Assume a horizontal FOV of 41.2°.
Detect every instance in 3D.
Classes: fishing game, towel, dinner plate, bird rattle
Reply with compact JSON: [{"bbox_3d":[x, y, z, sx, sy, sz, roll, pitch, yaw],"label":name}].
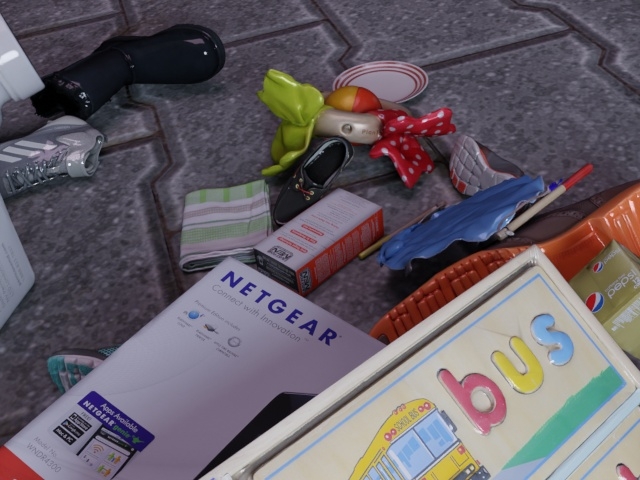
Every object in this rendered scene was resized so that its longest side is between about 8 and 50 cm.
[{"bbox_3d":[0.145,-0.011,0.871,0.189,0.041,0.264,-33,9,-29],"label":"fishing game"},{"bbox_3d":[-0.114,-0.023,1.030,0.113,0.023,0.152,-8,38,-1],"label":"towel"},{"bbox_3d":[0.088,-0.227,1.256,0.141,0.017,0.141,-5,39,4],"label":"dinner plate"},{"bbox_3d":[0.047,-0.162,1.101,0.253,0.143,0.207,1,22,7],"label":"bird rattle"}]

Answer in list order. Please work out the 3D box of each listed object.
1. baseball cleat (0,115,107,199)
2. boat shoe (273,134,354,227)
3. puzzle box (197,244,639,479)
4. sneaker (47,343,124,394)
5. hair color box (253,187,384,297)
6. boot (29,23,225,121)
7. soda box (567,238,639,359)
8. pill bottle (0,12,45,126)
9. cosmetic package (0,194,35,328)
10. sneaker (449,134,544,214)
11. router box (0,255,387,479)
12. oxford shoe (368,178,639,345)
[{"bbox_3d":[-0.377,-0.103,1.146,0.109,0.072,0.206,25,52,27],"label":"baseball cleat"},{"bbox_3d":[-0.013,-0.069,1.002,0.049,0.042,0.133,42,99,8],"label":"boat shoe"},{"bbox_3d":[0.090,0.197,0.540,0.409,0.052,0.272,-31,77,-34],"label":"puzzle box"},{"bbox_3d":[-0.180,0.125,0.833,0.166,0.065,0.076,6,31,6],"label":"sneaker"},{"bbox_3d":[0.000,0.000,0.962,0.072,0.043,0.141,27,49,37],"label":"hair color box"},{"bbox_3d":[-0.291,-0.243,1.284,0.246,0.094,0.207,4,35,27],"label":"boot"},{"bbox_3d":[0.290,0.071,0.713,0.058,0.181,0.061,-48,32,21],"label":"soda box"},{"bbox_3d":[-0.550,-0.189,1.158,0.318,0.176,0.176,-31,42,-9],"label":"pill bottle"},{"bbox_3d":[-0.496,0.120,0.808,0.230,0.161,0.453,4,39,15],"label":"cosmetic package"},{"bbox_3d":[0.210,-0.072,1.019,0.065,0.061,0.158,5,32,-28],"label":"sneaker"},{"bbox_3d":[-0.042,0.192,0.650,0.335,0.082,0.301,28,50,24],"label":"router box"},{"bbox_3d":[0.204,0.048,0.831,0.363,0.130,0.133,-23,7,-7],"label":"oxford shoe"}]
